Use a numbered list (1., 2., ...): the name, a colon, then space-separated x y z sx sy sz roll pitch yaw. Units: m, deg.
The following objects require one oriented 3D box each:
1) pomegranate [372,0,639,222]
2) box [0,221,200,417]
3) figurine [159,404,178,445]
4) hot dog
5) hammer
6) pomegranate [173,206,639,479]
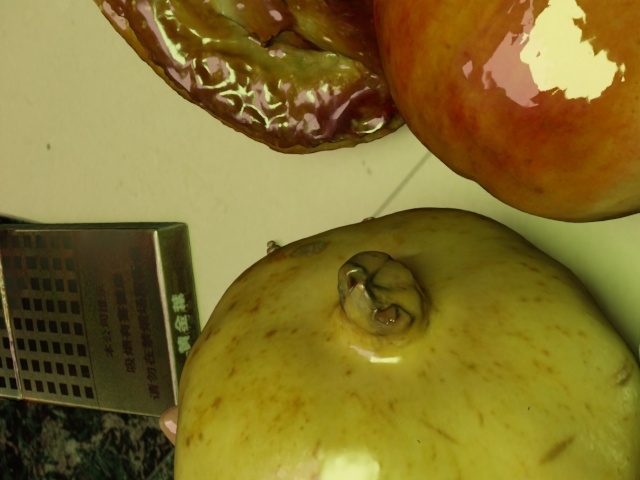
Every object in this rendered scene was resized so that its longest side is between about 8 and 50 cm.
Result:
1. pomegranate: 0.170 -0.146 0.965 0.252 0.229 0.270 52 120 31
2. box: -0.240 0.073 1.536 0.325 0.047 0.180 0 100 43
3. figurine: 0.024 0.300 1.282 0.421 0.154 0.193 65 169 -2
4. hot dog: -0.050 -0.244 1.180 0.267 0.174 0.387 -39 73 40
5. hammer: 0.000 0.000 1.312 0.123 0.014 0.029 -20 96 42
6. pomegranate: 0.061 0.122 1.058 0.342 0.342 0.342 13 110 41
